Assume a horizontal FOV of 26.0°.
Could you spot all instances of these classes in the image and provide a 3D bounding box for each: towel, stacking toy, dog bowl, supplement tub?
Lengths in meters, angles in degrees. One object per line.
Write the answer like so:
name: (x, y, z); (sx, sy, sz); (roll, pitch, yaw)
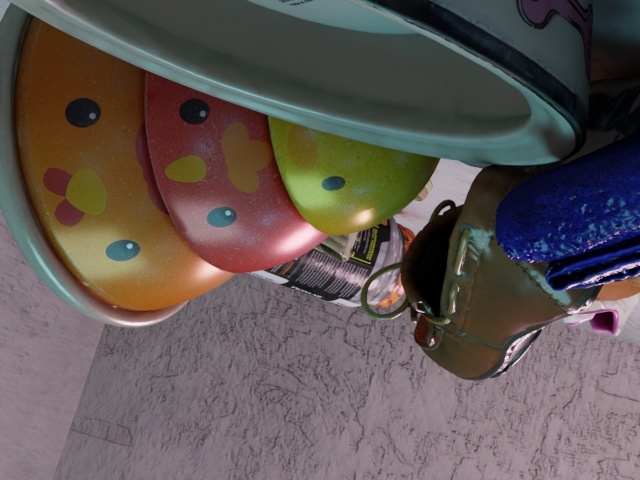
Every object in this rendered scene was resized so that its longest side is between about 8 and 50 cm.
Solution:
towel: (0.266, -0.051, 0.771); (0.228, 0.076, 0.308); (-22, -179, -31)
stacking toy: (-0.014, -0.114, 1.200); (0.480, 0.350, 0.351); (-7, 163, 28)
dog bowl: (-0.014, -0.182, 0.858); (0.408, 0.150, 0.408); (18, 175, 2)
supplement tub: (0.000, 0.000, 2.409); (0.316, 0.193, 0.193); (21, 174, -26)

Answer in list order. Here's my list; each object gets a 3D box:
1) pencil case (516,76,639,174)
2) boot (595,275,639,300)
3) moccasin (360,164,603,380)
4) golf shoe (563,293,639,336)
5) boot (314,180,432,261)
pencil case: (0.316, -0.047, 1.088); (0.183, 0.160, 0.410); (34, 168, -24)
boot: (0.437, 0.025, 1.840); (0.220, 0.109, 0.283); (8, 162, 40)
moccasin: (0.124, 0.027, 1.128); (0.147, 0.139, 0.380); (29, 170, 2)
golf shoe: (0.358, 0.046, 2.009); (0.306, 0.140, 0.115); (23, 174, -30)
boot: (0.056, -0.047, 1.880); (0.077, 0.165, 0.213); (14, 172, 43)
